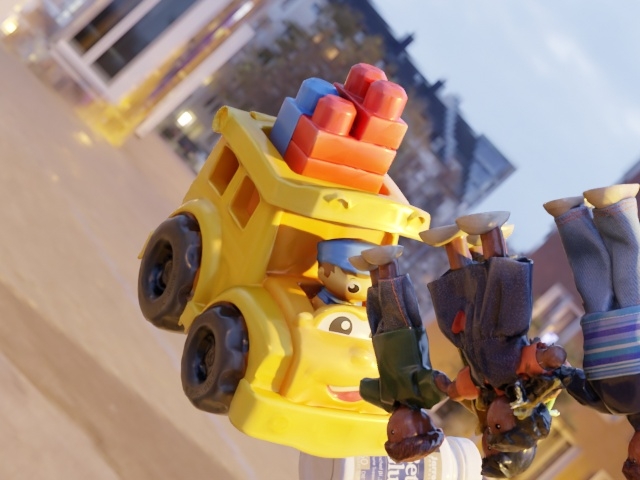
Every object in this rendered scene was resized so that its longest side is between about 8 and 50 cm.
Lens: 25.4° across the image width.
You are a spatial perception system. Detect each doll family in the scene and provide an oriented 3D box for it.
[{"bbox_3d":[0.078,0.047,0.560,0.193,0.076,0.111,154,-73,-69],"label":"doll family"}]

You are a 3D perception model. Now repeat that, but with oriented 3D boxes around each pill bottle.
[{"bbox_3d":[0.072,0.226,1.406,0.169,0.094,0.094,7,21,-29],"label":"pill bottle"}]

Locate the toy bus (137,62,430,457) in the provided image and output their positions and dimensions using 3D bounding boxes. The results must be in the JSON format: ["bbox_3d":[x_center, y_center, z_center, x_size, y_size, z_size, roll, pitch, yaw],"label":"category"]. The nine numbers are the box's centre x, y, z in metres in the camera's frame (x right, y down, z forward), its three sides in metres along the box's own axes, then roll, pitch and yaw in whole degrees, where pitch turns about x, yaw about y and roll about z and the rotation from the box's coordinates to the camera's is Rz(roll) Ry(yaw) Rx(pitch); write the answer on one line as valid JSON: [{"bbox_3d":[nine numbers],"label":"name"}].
[{"bbox_3d":[0.000,0.000,0.900,0.149,0.211,0.220,14,24,-30],"label":"toy bus"}]
